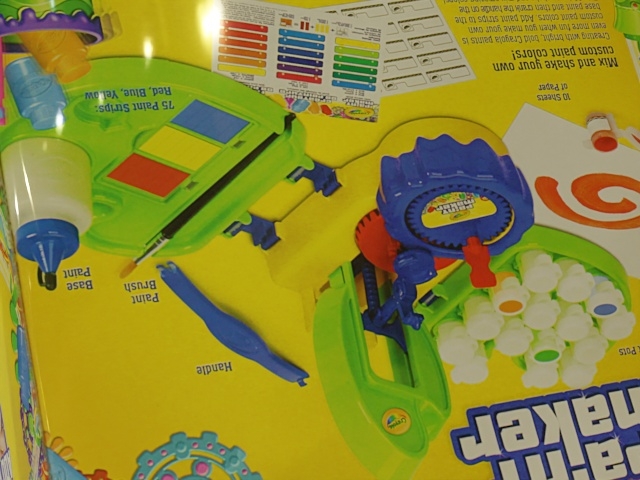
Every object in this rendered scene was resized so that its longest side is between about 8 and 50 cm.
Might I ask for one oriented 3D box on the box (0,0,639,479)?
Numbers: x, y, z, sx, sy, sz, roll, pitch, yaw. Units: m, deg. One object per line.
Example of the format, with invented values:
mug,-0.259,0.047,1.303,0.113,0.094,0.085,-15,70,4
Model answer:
box,0.000,0.000,0.517,0.290,0.279,0.177,-6,-18,-24
